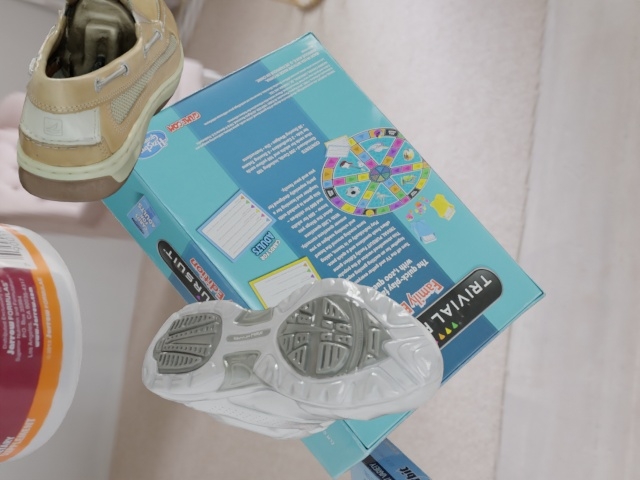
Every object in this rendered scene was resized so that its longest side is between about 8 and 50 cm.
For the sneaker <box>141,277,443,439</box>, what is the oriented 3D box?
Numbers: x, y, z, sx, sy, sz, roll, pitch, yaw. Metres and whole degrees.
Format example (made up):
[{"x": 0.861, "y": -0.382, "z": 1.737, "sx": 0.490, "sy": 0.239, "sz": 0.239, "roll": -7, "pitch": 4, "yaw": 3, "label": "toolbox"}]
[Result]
[{"x": -0.006, "y": 0.091, "z": 0.721, "sx": 0.232, "sy": 0.115, "sz": 0.090, "roll": -2, "pitch": 55, "yaw": 38, "label": "sneaker"}]

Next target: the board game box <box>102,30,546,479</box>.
[{"x": 0.000, "y": 0.000, "z": 0.935, "sx": 0.336, "sy": 0.254, "sz": 0.079, "roll": 50, "pitch": 145, "yaw": 8, "label": "board game box"}]

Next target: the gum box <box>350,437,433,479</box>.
[{"x": 0.083, "y": 0.282, "z": 0.887, "sx": 0.157, "sy": 0.041, "sz": 0.184, "roll": -147, "pitch": 47, "yaw": -61, "label": "gum box"}]

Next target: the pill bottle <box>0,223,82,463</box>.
[{"x": -0.409, "y": 0.083, "z": 0.834, "sx": 0.224, "sy": 0.392, "sz": 0.223, "roll": -4, "pitch": 84, "yaw": 38, "label": "pill bottle"}]

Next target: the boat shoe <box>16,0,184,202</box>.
[{"x": -0.102, "y": -0.096, "z": 0.507, "sx": 0.190, "sy": 0.068, "sz": 0.072, "roll": -95, "pitch": 7, "yaw": -55, "label": "boat shoe"}]
